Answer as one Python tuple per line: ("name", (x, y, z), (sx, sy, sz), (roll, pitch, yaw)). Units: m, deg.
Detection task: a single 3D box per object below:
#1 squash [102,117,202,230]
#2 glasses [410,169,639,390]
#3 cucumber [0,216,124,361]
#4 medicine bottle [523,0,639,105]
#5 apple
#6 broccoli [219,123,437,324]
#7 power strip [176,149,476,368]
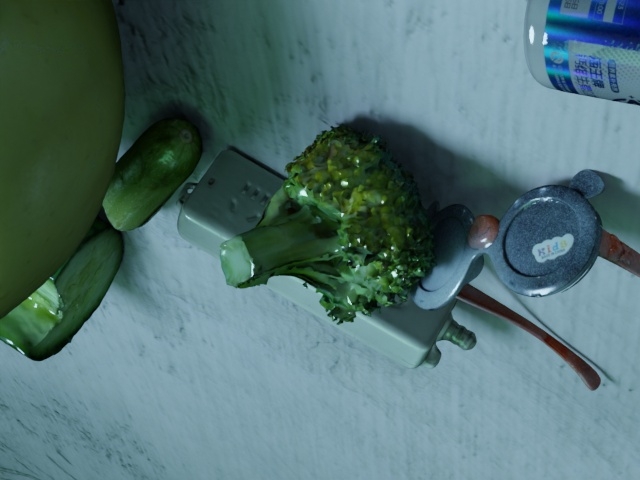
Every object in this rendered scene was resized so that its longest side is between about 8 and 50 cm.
("squash", (-0.185, -0.068, 1.512), (0.069, 0.069, 0.239), (38, 150, -8))
("glasses", (0.235, 0.045, 1.308), (0.268, 0.118, 0.234), (27, 156, -33))
("cucumber", (-0.324, 0.031, 1.706), (0.130, 0.191, 0.191), (31, 151, 1))
("medicine bottle", (0.241, -0.138, 0.947), (0.192, 0.107, 0.107), (15, 146, 29))
("apple", (-0.395, -0.112, 1.244), (0.474, 0.473, 0.473), (24, 150, 15))
("broccoli", (0.000, 0.000, 1.278), (0.220, 0.194, 0.194), (7, 143, 54))
("power strip", (0.007, 0.024, 1.431), (0.338, 0.098, 0.058), (30, 148, 4))
